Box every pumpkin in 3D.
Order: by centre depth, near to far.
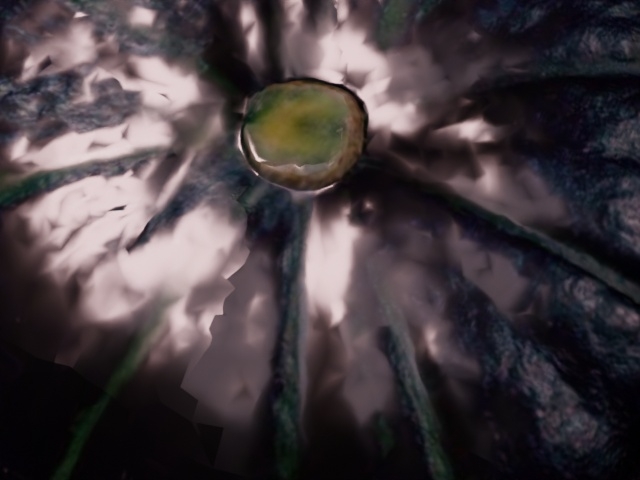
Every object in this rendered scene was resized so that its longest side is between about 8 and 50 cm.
[{"bbox_3d":[0.000,0.000,0.782,0.363,0.266,0.363,-3,69,6],"label":"pumpkin"}]
